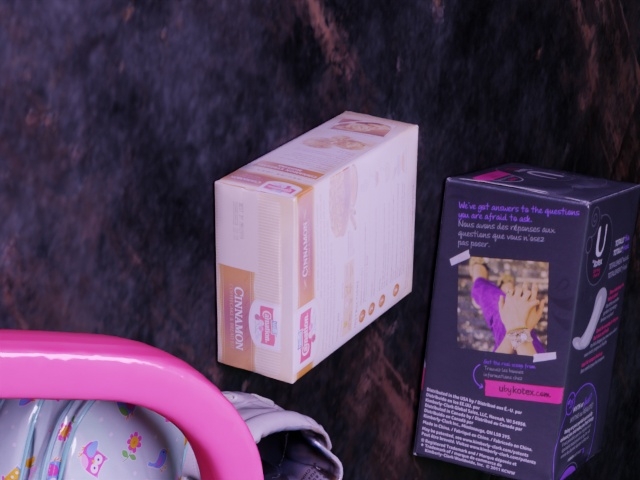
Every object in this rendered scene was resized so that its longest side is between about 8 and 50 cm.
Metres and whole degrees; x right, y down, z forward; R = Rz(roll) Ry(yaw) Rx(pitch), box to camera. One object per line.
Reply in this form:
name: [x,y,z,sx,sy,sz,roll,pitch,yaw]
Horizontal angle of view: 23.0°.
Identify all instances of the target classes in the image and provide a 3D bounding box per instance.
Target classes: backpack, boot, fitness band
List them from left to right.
fitness band: [-0.164,0.148,0.785,0.291,0.054,0.209,3,102,-28]
backpack: [-0.148,0.148,0.899,0.152,0.115,0.182,18,83,-60]
boot: [-0.038,0.159,1.098,0.258,0.123,0.095,26,79,-62]

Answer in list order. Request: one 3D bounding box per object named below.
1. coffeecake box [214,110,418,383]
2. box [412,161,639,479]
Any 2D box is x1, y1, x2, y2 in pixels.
coffeecake box: [0.000,0.000,1.161,0.185,0.068,0.142,-33,130,-53]
box: [0.195,0.074,1.479,0.165,0.143,0.270,-15,115,-62]
